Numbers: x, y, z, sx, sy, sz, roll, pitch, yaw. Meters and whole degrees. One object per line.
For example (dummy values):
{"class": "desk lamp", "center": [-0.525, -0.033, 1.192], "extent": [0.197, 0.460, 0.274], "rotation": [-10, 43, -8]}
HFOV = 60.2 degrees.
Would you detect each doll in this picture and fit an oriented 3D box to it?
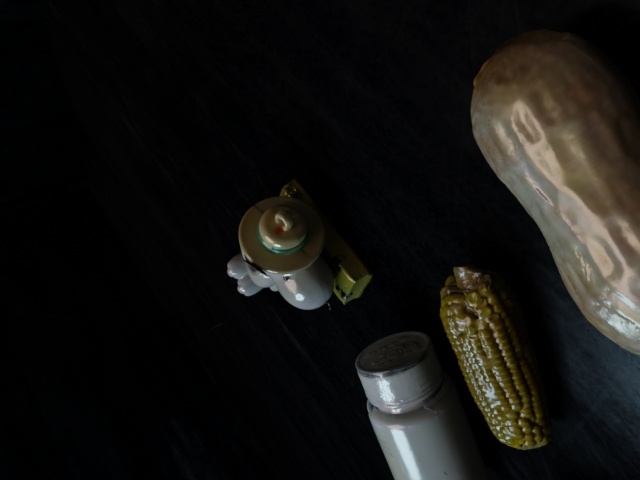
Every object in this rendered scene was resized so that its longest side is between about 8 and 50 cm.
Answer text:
{"class": "doll", "center": [-0.093, 0.027, 0.941], "extent": [0.271, 0.144, 0.208], "rotation": [12, 133, 52]}

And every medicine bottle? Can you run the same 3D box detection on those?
{"class": "medicine bottle", "center": [0.153, 0.281, 0.848], "extent": [0.143, 0.143, 0.258], "rotation": [-1, 114, 60]}

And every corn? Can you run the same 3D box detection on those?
{"class": "corn", "center": [0.215, 0.142, 0.672], "extent": [0.097, 0.097, 0.262], "rotation": [2, 120, 60]}

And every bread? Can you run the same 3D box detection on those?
{"class": "bread", "center": [0.000, 0.000, 0.962], "extent": [0.226, 0.049, 0.088], "rotation": [52, 151, 21]}

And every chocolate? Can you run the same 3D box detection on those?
{"class": "chocolate", "center": [0.229, -0.032, 0.446], "extent": [0.309, 0.134, 0.134], "rotation": [57, 152, 10]}
